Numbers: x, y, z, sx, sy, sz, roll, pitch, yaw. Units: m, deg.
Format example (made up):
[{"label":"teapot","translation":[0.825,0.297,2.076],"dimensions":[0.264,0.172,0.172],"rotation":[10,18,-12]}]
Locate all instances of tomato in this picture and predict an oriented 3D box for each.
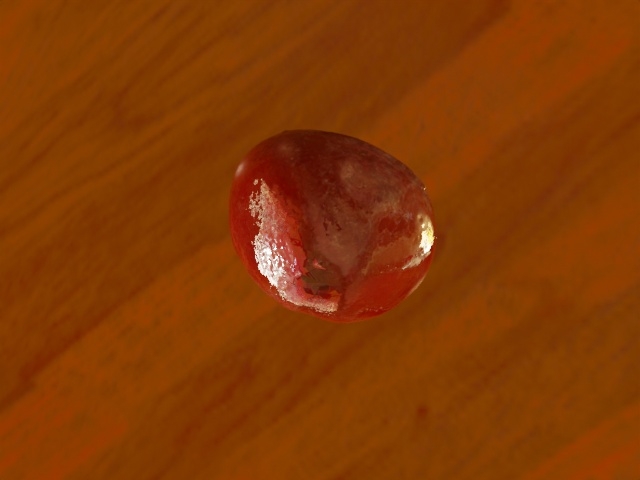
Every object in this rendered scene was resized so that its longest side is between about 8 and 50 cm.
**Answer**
[{"label":"tomato","translation":[0.000,0.000,1.347],"dimensions":[0.159,0.091,0.139],"rotation":[30,125,0]}]
